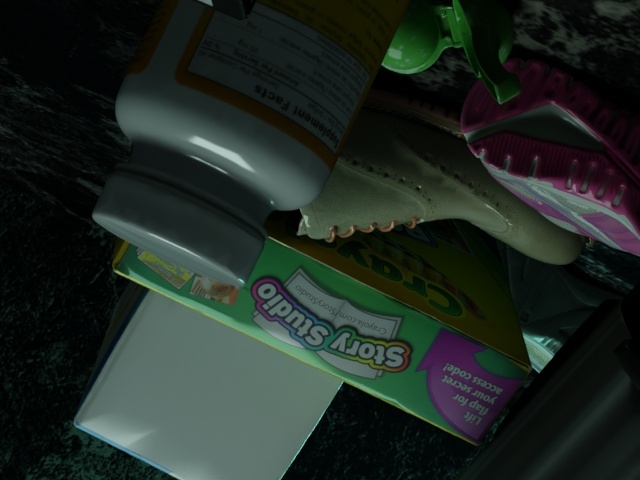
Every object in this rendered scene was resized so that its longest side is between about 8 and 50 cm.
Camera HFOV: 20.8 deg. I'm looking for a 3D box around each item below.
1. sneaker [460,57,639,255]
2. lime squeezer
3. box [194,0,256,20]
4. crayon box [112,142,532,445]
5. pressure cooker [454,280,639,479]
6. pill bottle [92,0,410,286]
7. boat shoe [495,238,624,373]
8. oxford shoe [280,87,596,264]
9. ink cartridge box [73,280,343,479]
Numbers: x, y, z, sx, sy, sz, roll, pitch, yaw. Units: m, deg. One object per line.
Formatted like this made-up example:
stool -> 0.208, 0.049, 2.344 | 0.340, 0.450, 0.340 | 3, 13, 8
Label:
sneaker -> 0.219, -0.044, 1.237 | 0.252, 0.103, 0.111 | 30, 176, 6
lime squeezer -> 0.057, -0.122, 1.146 | 0.310, 0.110, 0.059 | 14, 142, 53
box -> -0.044, -0.202, 0.792 | 0.078, 0.147, 0.180 | 23, 171, 6
crayon box -> 0.000, 0.000, 1.602 | 0.363, 0.106, 0.313 | 26, -159, -14
pressure cooker -> 0.349, 0.219, 1.479 | 0.375, 0.420, 0.370 | 40, -162, 1
pill bottle -> -0.040, -0.103, 1.050 | 0.136, 0.245, 0.136 | 24, 172, 4
boat shoe -> 0.260, 0.093, 1.890 | 0.320, 0.118, 0.103 | 32, 175, -23
oxford shoe -> 0.043, -0.052, 1.461 | 0.397, 0.146, 0.140 | 24, 169, -6
ink cartridge box -> -0.092, 0.089, 1.710 | 0.198, 0.197, 0.270 | 28, -159, -9
